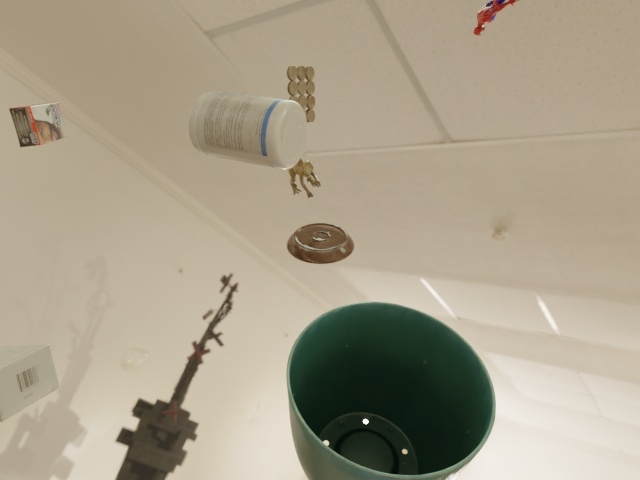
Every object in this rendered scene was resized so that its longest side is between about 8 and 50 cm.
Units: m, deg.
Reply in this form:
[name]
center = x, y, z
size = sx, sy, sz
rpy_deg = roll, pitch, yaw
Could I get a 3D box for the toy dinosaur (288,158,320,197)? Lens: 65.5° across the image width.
[toy dinosaur]
center = -0.042, -0.134, 0.919
size = 0.183, 0.053, 0.092
rpy_deg = 33, -28, 54

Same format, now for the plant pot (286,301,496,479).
[plant pot]
center = 0.088, 0.280, 0.767
size = 0.293, 0.293, 0.235
rpy_deg = 17, -51, 14

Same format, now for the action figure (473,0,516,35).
[action figure]
center = 0.248, -0.332, 0.676
size = 0.030, 0.038, 0.115
rpy_deg = 25, -59, -23

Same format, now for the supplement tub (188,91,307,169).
[supplement tub]
center = -0.074, -0.116, 0.519
size = 0.107, 0.071, 0.071
rpy_deg = 14, -22, 22

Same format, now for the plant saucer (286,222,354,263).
[plant saucer]
center = 0.000, 0.000, 1.226
size = 0.168, 0.168, 0.029
rpy_deg = 14, -55, 21

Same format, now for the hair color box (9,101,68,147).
[hair color box]
center = -0.692, -0.290, 1.232
size = 0.053, 0.093, 0.167
rpy_deg = -6, 20, -2

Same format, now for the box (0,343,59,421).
[box]
center = -0.594, 0.256, 0.897
size = 0.171, 0.091, 0.130
rpy_deg = -7, 9, 18

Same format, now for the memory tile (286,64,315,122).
[memory tile]
center = -0.050, -0.378, 1.295
size = 0.012, 0.113, 0.148
rpy_deg = 12, -67, 33
